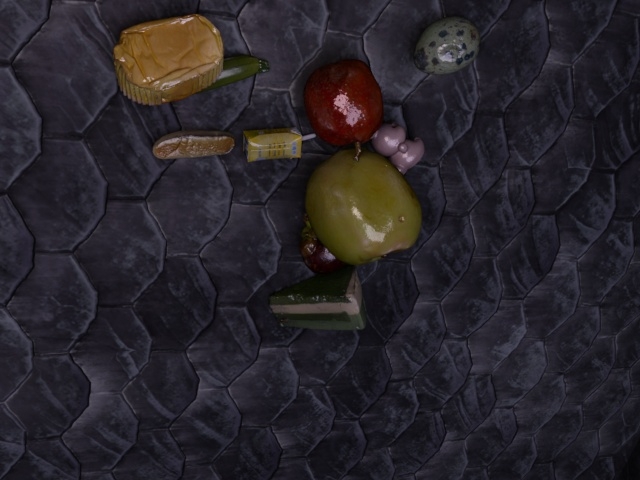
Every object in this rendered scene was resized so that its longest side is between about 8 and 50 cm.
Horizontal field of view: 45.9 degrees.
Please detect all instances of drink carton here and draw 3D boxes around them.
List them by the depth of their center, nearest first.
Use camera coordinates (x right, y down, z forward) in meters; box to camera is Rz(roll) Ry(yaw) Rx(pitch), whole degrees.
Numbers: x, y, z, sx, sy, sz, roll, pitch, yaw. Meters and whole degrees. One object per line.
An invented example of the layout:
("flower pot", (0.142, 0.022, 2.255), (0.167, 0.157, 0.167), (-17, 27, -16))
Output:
("drink carton", (-0.100, -0.254, 1.982), (0.200, 0.074, 0.084), (-7, 124, -16))

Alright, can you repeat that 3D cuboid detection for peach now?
("peach", (0.108, -0.087, 2.006), (0.281, 0.314, 0.316), (-33, 91, 5))

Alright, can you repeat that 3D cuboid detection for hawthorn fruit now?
("hawthorn fruit", (0.066, -0.324, 1.899), (0.205, 0.205, 0.253), (-20, 95, -8))

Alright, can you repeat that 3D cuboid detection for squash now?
("squash", (-0.244, -0.406, 1.832), (0.252, 0.066, 0.066), (-19, 126, -10))

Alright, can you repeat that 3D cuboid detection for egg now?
("egg", (0.323, -0.499, 1.949), (0.181, 0.141, 0.141), (-27, 127, 7))

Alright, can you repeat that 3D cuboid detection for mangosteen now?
("mangosteen", (-0.002, 0.008, 2.159), (0.181, 0.156, 0.146), (40, 137, -6))

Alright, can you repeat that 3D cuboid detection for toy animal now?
("toy animal", (0.184, -0.281, 2.055), (0.212, 0.124, 0.124), (38, 103, -29))

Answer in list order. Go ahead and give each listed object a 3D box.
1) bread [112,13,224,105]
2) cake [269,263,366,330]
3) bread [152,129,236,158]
("bread", (-0.344, -0.409, 1.719), (0.250, 0.179, 0.133), (-26, 169, -14))
("cake", (0.003, 0.204, 2.259), (0.283, 0.172, 0.158), (-20, 124, -6))
("bread", (-0.320, -0.248, 1.912), (0.214, 0.053, 0.073), (-7, 127, -20))
